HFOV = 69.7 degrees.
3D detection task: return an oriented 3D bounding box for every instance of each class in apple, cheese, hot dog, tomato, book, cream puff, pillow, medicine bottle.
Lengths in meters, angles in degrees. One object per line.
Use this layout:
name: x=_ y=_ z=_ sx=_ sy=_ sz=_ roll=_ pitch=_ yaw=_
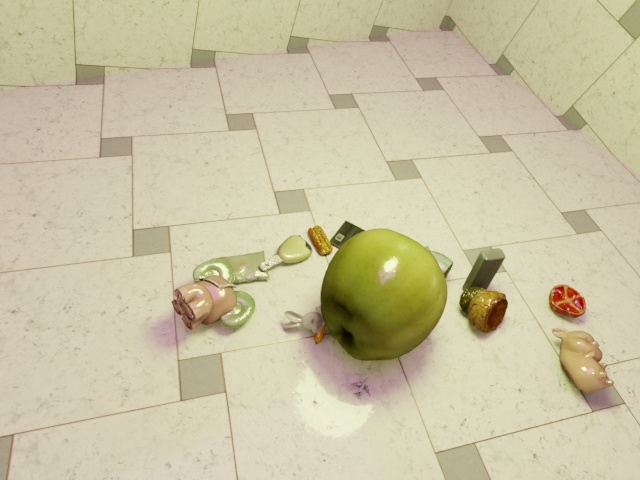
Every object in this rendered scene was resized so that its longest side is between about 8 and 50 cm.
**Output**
apple: x=0.219 y=0.198 z=1.656 sx=0.474 sy=0.473 sz=0.473 roll=4 pitch=50 yaw=-5
cheese: x=-0.156 y=0.063 z=1.952 sx=0.251 sy=0.054 sz=0.127 roll=-29 pitch=60 yaw=-35
hot dog: x=0.000 y=0.000 z=2.050 sx=0.071 sy=0.045 sz=0.165 roll=-14 pitch=53 yaw=-22
tomato: x=1.047 y=0.267 z=1.971 sx=0.156 sy=0.069 sz=0.155 roll=3 pitch=53 yaw=-4
book: x=0.173 y=0.011 z=2.081 sx=0.228 sy=0.024 sz=0.160 roll=29 pitch=53 yaw=15
cream puff: x=0.646 y=0.265 z=1.872 sx=0.183 sy=0.183 sz=0.169 roll=-28 pitch=36 yaw=-28
pillow: x=-0.331 y=0.117 z=1.899 sx=0.230 sy=0.050 sz=0.148 roll=-7 pitch=58 yaw=-18
medicine bottle: x=0.471 y=0.113 z=1.961 sx=0.143 sy=0.147 sz=0.147 roll=35 pitch=54 yaw=22

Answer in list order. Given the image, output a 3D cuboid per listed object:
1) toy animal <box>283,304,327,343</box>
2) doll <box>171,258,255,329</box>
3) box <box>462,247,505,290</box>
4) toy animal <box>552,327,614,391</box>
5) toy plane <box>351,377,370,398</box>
toy animal: x=-0.040 y=0.316 z=1.766 sx=0.182 sy=0.131 sz=0.127 roll=-20 pitch=23 yaw=-32
doll: x=-0.395 y=0.207 z=1.705 sx=0.268 sy=0.216 sz=0.284 roll=-30 pitch=78 yaw=-35
box: x=0.676 y=0.134 z=1.911 sx=0.103 sy=0.243 sz=0.055 roll=-7 pitch=48 yaw=-15
toy animal: x=0.997 y=0.456 z=1.753 sx=0.166 sy=0.154 sz=0.250 roll=47 pitch=35 yaw=-24
toy plane: x=0.149 y=0.525 z=1.645 sx=0.078 sy=0.024 sz=0.084 roll=27 pitch=45 yaw=15
